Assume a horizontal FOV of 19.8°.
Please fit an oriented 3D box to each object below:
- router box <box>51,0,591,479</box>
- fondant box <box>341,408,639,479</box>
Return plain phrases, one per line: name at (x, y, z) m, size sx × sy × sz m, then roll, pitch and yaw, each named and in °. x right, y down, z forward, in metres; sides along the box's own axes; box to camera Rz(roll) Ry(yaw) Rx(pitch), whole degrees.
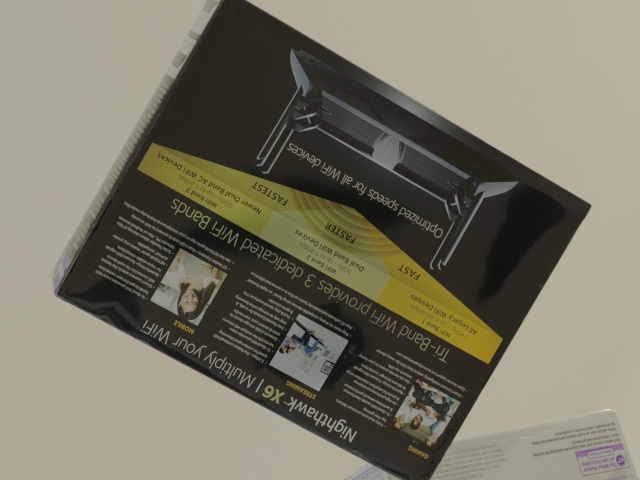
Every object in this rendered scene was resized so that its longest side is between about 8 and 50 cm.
router box at (0.000, 0.000, 1.309) m, size 0.309 × 0.081 × 0.243 m, roll 30°, pitch -87°, yaw -14°
fondant box at (0.174, 0.319, 1.475) m, size 0.238 × 0.330 × 0.096 m, roll -6°, pitch -21°, yaw -29°
